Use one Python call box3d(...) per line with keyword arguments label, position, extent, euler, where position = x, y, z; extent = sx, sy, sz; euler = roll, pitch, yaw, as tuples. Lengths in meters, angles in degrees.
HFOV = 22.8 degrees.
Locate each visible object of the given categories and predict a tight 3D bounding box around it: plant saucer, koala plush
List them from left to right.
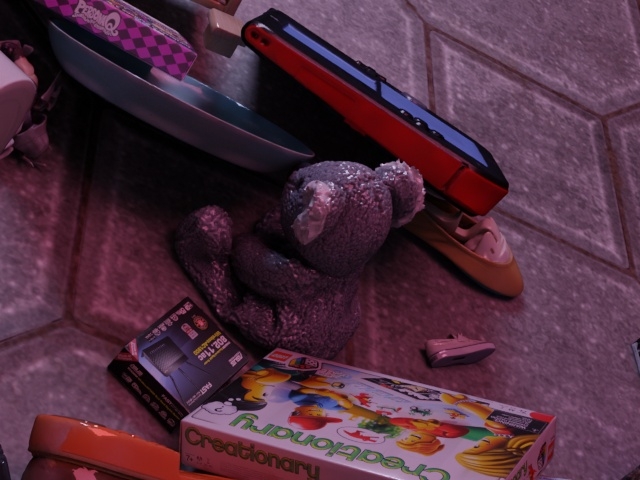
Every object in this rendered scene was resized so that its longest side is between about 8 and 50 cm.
box3d(label="plant saucer", position=(-0.156, -0.148, 1.707), extent=(0.318, 0.043, 0.317), euler=(28, 7, -4))
box3d(label="koala plush", position=(0.000, 0.000, 1.655), extent=(0.196, 0.221, 0.203), euler=(-8, 60, -47))

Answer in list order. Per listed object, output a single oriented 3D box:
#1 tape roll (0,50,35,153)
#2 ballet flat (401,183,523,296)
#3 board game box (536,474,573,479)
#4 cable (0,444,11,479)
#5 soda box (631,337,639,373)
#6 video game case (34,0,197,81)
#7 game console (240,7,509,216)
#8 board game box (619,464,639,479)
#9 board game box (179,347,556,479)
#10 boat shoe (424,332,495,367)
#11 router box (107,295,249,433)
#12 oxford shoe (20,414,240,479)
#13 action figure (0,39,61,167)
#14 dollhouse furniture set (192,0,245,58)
box3d(label="tape roll", position=(-0.393, -0.107, 1.388), extent=(0.169, 0.246, 0.246), euler=(43, 37, 2))
box3d(label="ballet flat", position=(0.170, -0.012, 1.944), extent=(0.232, 0.073, 0.080), euler=(32, 36, -14))
box3d(label="board game box", position=(0.122, 0.337, 1.445), extent=(0.275, 0.142, 0.144), euler=(-40, 127, -50))
box3d(label="cable", position=(-0.332, 0.189, 1.324), extent=(0.151, 0.047, 0.184), euler=(4, 54, -34))
box3d(label="soda box", position=(0.490, 0.165, 2.073), extent=(0.169, 0.053, 0.060), euler=(21, 41, -27))
box3d(label="video game case", position=(-0.257, -0.259, 1.749), extent=(0.232, 0.041, 0.210), euler=(28, 6, -19))
box3d(label="game console", position=(0.065, -0.165, 1.875), extent=(0.342, 0.060, 0.386), euler=(38, 9, -5))
box3d(label="board game box", position=(0.490, 0.344, 1.748), extent=(0.141, 0.232, 0.291), euler=(1, 52, -40))
box3d(label="board game box", position=(0.046, 0.189, 1.498), extent=(0.305, 0.053, 0.193), euler=(12, 23, 23))
box3d(label="boat shoe", position=(0.160, 0.122, 1.836), extent=(0.100, 0.035, 0.035), euler=(-6, 60, -37))
box3d(label="router box", position=(-0.138, 0.120, 1.564), extent=(0.092, 0.038, 0.122), euler=(45, 37, 3))
box3d(label="oxford shoe", position=(-0.114, 0.267, 1.405), extent=(0.364, 0.130, 0.132), euler=(26, 72, -32))
box3d(label="action figure", position=(-0.373, -0.182, 1.608), extent=(0.285, 0.099, 0.185), euler=(49, 28, -16))
box3d(label="dollhouse furniture set", position=(-0.214, -0.418, 1.860), extent=(0.303, 0.173, 0.355), euler=(19, 30, -26))
